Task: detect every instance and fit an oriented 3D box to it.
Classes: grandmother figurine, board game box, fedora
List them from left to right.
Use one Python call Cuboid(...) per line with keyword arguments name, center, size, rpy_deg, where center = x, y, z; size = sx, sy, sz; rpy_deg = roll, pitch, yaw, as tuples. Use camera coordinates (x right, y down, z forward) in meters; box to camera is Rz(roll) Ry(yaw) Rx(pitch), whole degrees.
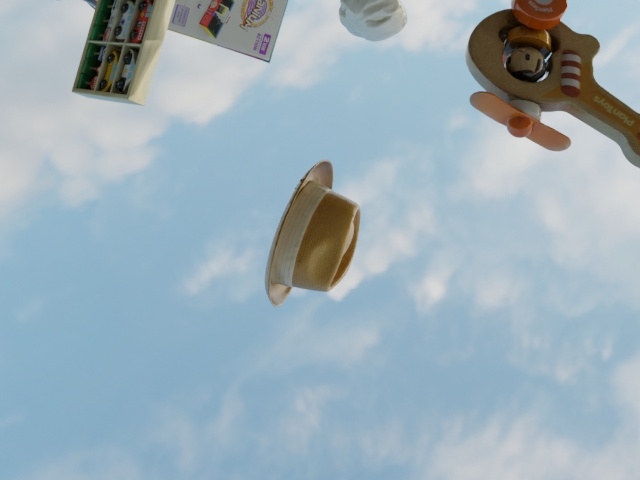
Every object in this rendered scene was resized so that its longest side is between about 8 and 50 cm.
Cuboid(name="board game box", center=(-0.211, -0.496, 1.941), size=(0.317, 0.242, 0.064), rpy_deg=(17, -169, -13))
Cuboid(name="fedora", center=(0.000, 0.000, 1.267), size=(0.079, 0.194, 0.194), rpy_deg=(20, -130, 13))
Cuboid(name="grandmother figurine", center=(0.051, -0.408, 1.511), size=(0.104, 0.208, 0.342), rpy_deg=(-50, -143, 30))

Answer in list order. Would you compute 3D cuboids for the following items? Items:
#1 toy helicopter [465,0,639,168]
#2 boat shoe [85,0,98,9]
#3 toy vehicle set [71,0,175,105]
Cuboid(name="toy helicopter", center=(0.373, -0.214, 1.557), size=(0.355, 0.140, 0.235), rpy_deg=(36, -116, 8))
Cuboid(name="boat shoe", center=(-0.516, -0.522, 2.009), size=(0.123, 0.342, 0.123), rpy_deg=(-52, -145, -8))
Cuboid(name="toy vehicle set", center=(-0.315, -0.359, 1.700), size=(0.166, 0.035, 0.266), rpy_deg=(12, -94, 43))
